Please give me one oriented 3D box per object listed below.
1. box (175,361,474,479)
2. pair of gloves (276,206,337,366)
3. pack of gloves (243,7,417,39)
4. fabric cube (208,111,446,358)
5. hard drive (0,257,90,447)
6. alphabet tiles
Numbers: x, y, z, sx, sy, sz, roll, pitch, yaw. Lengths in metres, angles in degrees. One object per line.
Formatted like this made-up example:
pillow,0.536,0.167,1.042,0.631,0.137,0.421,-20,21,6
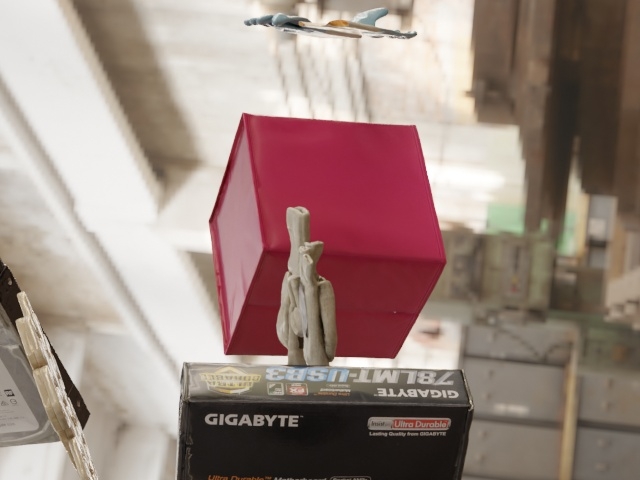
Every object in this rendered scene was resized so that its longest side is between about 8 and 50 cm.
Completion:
box,-0.006,0.262,1.589,0.073,0.296,0.293,-100,14,-55
pair of gloves,-0.021,0.080,1.722,0.240,0.042,0.204,-120,28,-71
pack of gloves,0.017,-0.319,2.181,0.232,0.195,0.046,-3,-81,-58
fabric cube,0.000,0.000,2.148,0.259,0.258,0.254,112,154,-49
hard drive,-0.503,0.160,2.177,0.064,0.237,0.339,-70,-34,-50
alphabet tiles,-0.309,0.209,1.823,0.284,0.021,0.278,83,164,-60
